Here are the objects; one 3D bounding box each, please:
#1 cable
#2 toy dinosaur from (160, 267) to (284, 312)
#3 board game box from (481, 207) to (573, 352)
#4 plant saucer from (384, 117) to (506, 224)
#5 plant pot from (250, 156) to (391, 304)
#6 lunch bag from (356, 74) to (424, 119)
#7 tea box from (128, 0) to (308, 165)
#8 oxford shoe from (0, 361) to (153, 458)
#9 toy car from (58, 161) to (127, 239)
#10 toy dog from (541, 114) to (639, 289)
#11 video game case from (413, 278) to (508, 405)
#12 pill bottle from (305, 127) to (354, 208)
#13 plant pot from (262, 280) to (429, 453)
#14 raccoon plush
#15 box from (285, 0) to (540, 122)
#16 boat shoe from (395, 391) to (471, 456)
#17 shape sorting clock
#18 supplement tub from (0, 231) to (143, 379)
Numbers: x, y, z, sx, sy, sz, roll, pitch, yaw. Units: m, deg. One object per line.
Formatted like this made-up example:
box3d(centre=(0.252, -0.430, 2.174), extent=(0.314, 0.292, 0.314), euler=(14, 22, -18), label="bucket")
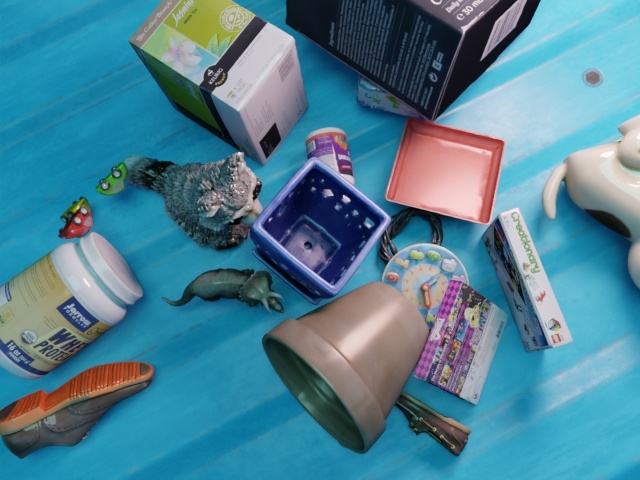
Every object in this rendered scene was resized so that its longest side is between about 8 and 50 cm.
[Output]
box3d(centre=(0.226, -0.003, 1.429), extent=(0.150, 0.047, 0.184), euler=(11, 79, 12), label="cable")
box3d(centre=(-0.229, 0.106, 1.368), extent=(0.313, 0.160, 0.121), euler=(6, 76, 4), label="toy dinosaur")
box3d(centre=(0.460, 0.097, 1.307), extent=(0.053, 0.193, 0.305), euler=(-17, 76, 0), label="board game box")
box3d(centre=(0.312, -0.168, 1.438), extent=(0.258, 0.048, 0.259), euler=(15, 64, 7), label="plant saucer")
box3d(centre=(-0.013, -0.005, 1.312), extent=(0.236, 0.212, 0.236), euler=(38, 68, 3), label="plant pot")
box3d(centre=(0.211, -0.414, 1.494), extent=(0.219, 0.090, 0.176), euler=(11, 62, 7), label="lunch bag")
box3d(centre=(-0.230, -0.401, 1.408), extent=(0.323, 0.329, 0.220), euler=(33, 81, 10), label="tea box")
box3d(centre=(-0.562, 0.396, 1.359), extent=(0.363, 0.130, 0.133), euler=(-19, 108, -8), label="oxford shoe")
box3d(centre=(-0.555, -0.100, 1.432), extent=(0.225, 0.239, 0.053), euler=(-47, 117, -6), label="toy car")
box3d(centre=(0.752, -0.060, 1.286), extent=(0.395, 0.284, 0.408), euler=(-23, 78, -2), label="toy dog")
box3d(centre=(0.323, 0.232, 1.292), extent=(0.042, 0.210, 0.232), euler=(9, 72, 51), label="video game case")
box3d(centre=(0.027, -0.176, 1.448), extent=(0.108, 0.108, 0.193), euler=(-9, 76, 1), label="pill bottle")
box3d(centre=(0.078, 0.244, 1.260), extent=(0.280, 0.323, 0.323), euler=(-40, 76, -22), label="plant pot")
box3d(centre=(-0.331, -0.119, 1.360), extent=(0.446, 0.299, 0.216), euler=(11, 77, 7), label="raccoon plush")
box3d(centre=(0.246, -0.630, 1.392), extent=(0.472, 0.297, 0.480), euler=(37, 66, 16), label="box")
box3d(centre=(0.238, 0.411, 1.305), extent=(0.207, 0.073, 0.073), euler=(29, 78, 11), label="boat shoe")
box3d(centre=(0.248, 0.110, 1.370), extent=(0.206, 0.040, 0.206), euler=(1, 96, 6), label="shape sorting clock")
box3d(centre=(-0.605, 0.148, 1.348), extent=(0.316, 0.228, 0.228), euler=(-36, 76, -5), label="supplement tub")
